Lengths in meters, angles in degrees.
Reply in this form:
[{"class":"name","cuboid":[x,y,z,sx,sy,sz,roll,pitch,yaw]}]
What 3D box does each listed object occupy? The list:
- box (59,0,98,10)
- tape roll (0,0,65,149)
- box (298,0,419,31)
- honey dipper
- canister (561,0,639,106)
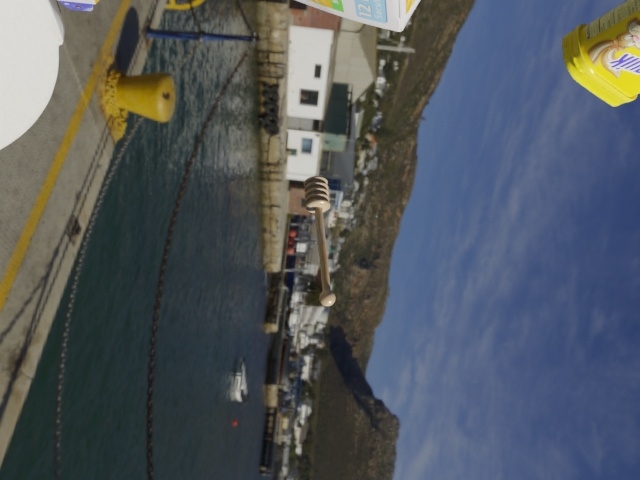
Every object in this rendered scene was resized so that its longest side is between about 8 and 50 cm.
[{"class":"box","cuboid":[-0.420,-0.449,0.860,0.136,0.081,0.028,84,21,-55]},{"class":"tape roll","cuboid":[-0.492,-0.239,0.557,0.392,0.392,0.072,98,-26,-49]},{"class":"box","cuboid":[0.039,-0.234,0.272,0.203,0.103,0.114,-60,161,-13]},{"class":"honey dipper","cuboid":[0.000,0.000,0.606,0.030,0.030,0.161,100,-13,-64]},{"class":"canister","cuboid":[0.390,-0.236,0.595,0.170,0.126,0.073,-25,-127,54]}]
